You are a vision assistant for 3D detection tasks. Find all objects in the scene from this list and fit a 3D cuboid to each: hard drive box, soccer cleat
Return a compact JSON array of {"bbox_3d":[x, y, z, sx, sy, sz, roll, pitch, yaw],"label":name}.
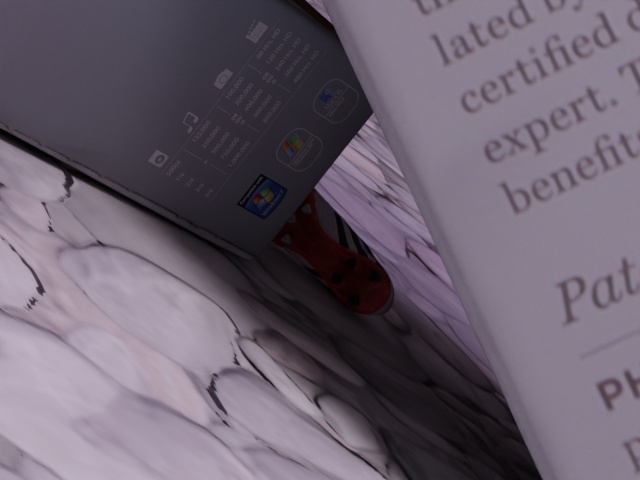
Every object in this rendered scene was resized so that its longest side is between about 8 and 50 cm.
[{"bbox_3d":[-0.111,-0.109,0.646,0.232,0.089,0.181,29,13,-48],"label":"hard drive box"},{"bbox_3d":[0.000,0.000,0.755,0.083,0.029,0.035,45,1,18],"label":"soccer cleat"}]

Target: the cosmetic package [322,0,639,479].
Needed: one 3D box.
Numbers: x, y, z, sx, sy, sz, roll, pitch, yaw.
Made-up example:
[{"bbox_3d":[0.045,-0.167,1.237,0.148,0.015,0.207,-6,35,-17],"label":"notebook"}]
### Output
[{"bbox_3d":[0.194,-0.101,0.668,0.393,0.327,0.329,65,12,7],"label":"cosmetic package"}]
